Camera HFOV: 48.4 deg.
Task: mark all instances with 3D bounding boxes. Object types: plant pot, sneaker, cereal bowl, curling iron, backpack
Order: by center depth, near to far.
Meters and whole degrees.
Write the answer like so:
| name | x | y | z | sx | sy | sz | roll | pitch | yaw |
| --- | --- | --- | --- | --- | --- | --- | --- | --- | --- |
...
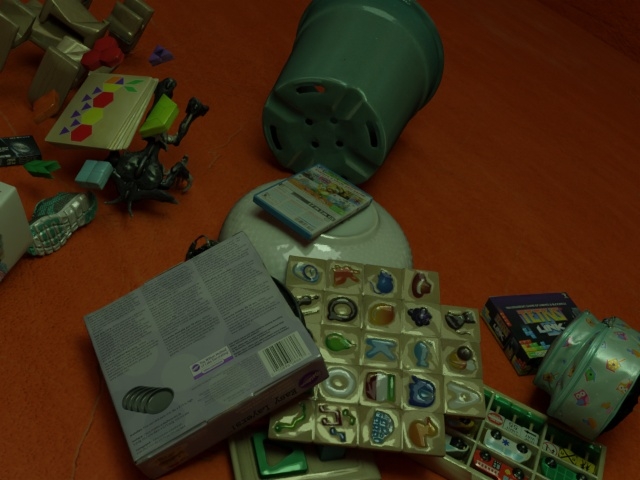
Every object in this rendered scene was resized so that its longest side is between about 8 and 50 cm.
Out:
| name | x | y | z | sx | sy | sz | roll | pitch | yaw |
| --- | --- | --- | --- | --- | --- | --- | --- | --- | --- |
| backpack | 0.399 | 0.196 | 1.040 | 0.144 | 0.166 | 0.188 | 33 | 19 | 15 |
| curling iron | -0.180 | 0.087 | 1.071 | 0.035 | 0.068 | 0.274 | 26 | 31 | -28 |
| sneaker | -0.433 | -0.031 | 1.136 | 0.076 | 0.065 | 0.166 | 11 | 31 | 20 |
| cereal bowl | 0.000 | 0.000 | 1.186 | 0.339 | 0.141 | 0.339 | 10 | 38 | -8 |
| plant pot | 0.055 | -0.302 | 1.458 | 0.341 | 0.341 | 0.334 | 21 | 45 | 5 |

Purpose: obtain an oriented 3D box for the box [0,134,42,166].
| name | x | y | z | sx | sy | sz | roll | pitch | yaw |
| --- | --- | --- | --- | --- | --- | --- | --- | --- | --- |
| box | -0.550 | -0.161 | 1.275 | 0.083 | 0.018 | 0.067 | -11 | 45 | -32 |

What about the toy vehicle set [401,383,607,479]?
| name | x | y | z | sx | sy | sz | roll | pitch | yaw |
| --- | --- | --- | --- | --- | --- | --- | --- | --- | --- |
| toy vehicle set | 0.259 | 0.293 | 1.000 | 0.266 | 0.035 | 0.166 | 26 | 38 | 11 |

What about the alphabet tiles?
| name | x | y | z | sx | sy | sz | roll | pitch | yaw |
| --- | --- | --- | --- | --- | --- | --- | --- | --- | --- |
| alphabet tiles | 0.056 | 0.149 | 0.983 | 0.342 | 0.011 | 0.285 | 7 | 52 | -3 |

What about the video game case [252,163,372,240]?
| name | x | y | z | sx | sy | sz | roll | pitch | yaw |
| --- | --- | --- | --- | --- | --- | --- | --- | --- | --- |
| video game case | -0.010 | -0.066 | 1.136 | 0.119 | 0.015 | 0.166 | 34 | 41 | 23 |

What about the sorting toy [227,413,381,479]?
| name | x | y | z | sx | sy | sz | roll | pitch | yaw |
| --- | --- | --- | --- | --- | --- | --- | --- | --- | --- |
| sorting toy | -0.028 | 0.242 | 0.944 | 0.196 | 0.047 | 0.348 | 1 | 40 | -20 |

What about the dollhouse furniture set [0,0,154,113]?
| name | x | y | z | sx | sy | sz | roll | pitch | yaw |
| --- | --- | --- | --- | --- | --- | --- | --- | --- | --- |
| dollhouse furniture set | -0.629 | -0.447 | 1.503 | 0.394 | 0.256 | 0.362 | 35 | 36 | -12 |

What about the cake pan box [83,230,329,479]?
| name | x | y | z | sx | sy | sz | roll | pitch | yaw |
| --- | --- | --- | --- | --- | --- | --- | --- | --- | --- |
| cake pan box | -0.151 | 0.135 | 0.928 | 0.267 | 0.070 | 0.246 | -30 | 53 | -10 |

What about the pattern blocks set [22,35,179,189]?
| name | x | y | z | sx | sy | sz | roll | pitch | yaw |
| --- | --- | --- | --- | --- | --- | --- | --- | --- | --- |
| pattern blocks set | -0.372 | -0.224 | 1.229 | 0.285 | 0.026 | 0.325 | 17 | 61 | 25 |

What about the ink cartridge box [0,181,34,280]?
| name | x | y | z | sx | sy | sz | roll | pitch | yaw |
| --- | --- | --- | --- | --- | --- | --- | --- | --- | --- |
| ink cartridge box | -0.503 | 0.003 | 0.965 | 0.128 | 0.127 | 0.176 | 21 | 52 | 7 |

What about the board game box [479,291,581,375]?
| name | x | y | z | sx | sy | sz | roll | pitch | yaw |
| --- | --- | --- | --- | --- | --- | --- | --- | --- | --- |
| board game box | 0.381 | 0.155 | 1.212 | 0.170 | 0.048 | 0.141 | -2 | 42 | -23 |

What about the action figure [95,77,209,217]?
| name | x | y | z | sx | sy | sz | roll | pitch | yaw |
| --- | --- | --- | --- | --- | --- | --- | --- | --- | --- |
| action figure | -0.298 | -0.146 | 1.264 | 0.164 | 0.141 | 0.276 | 24 | 63 | -4 |
